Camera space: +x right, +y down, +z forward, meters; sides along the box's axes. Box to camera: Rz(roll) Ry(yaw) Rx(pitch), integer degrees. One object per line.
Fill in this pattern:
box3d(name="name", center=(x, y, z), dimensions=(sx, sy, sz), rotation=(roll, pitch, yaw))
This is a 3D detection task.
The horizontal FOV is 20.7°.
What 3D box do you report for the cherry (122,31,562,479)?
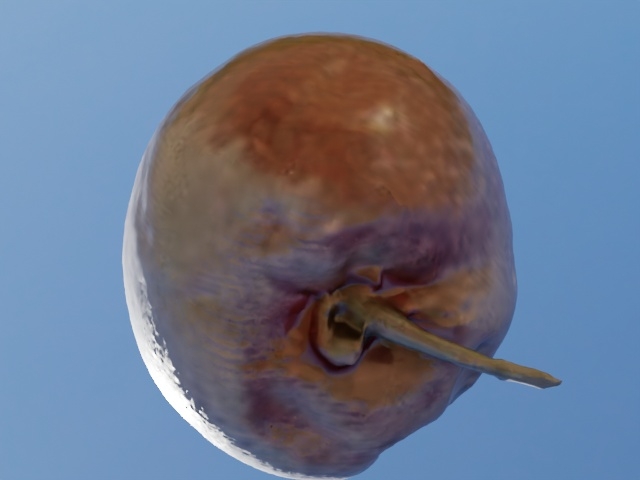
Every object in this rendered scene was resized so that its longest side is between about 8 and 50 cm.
box3d(name="cherry", center=(-0.001, 0.013, 1.300), dimensions=(0.291, 0.326, 0.335), rotation=(3, 174, -7))
